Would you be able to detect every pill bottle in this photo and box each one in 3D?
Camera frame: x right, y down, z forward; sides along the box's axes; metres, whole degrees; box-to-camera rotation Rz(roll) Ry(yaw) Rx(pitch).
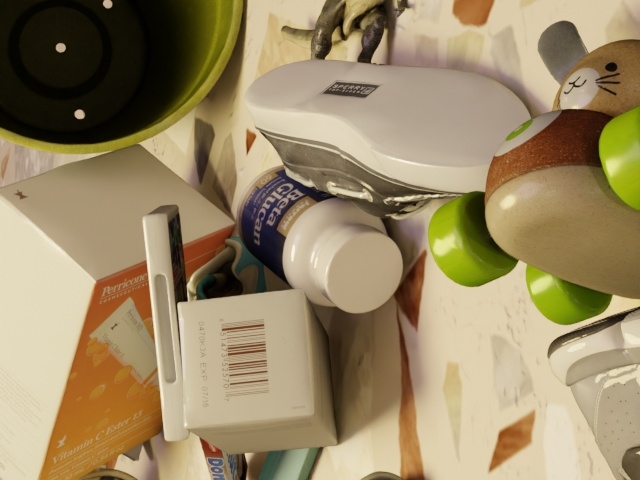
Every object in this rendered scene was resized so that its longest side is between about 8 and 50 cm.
[{"bbox_3d":[0.000,0.000,1.057,0.169,0.094,0.094,36,119,58],"label":"pill bottle"}]

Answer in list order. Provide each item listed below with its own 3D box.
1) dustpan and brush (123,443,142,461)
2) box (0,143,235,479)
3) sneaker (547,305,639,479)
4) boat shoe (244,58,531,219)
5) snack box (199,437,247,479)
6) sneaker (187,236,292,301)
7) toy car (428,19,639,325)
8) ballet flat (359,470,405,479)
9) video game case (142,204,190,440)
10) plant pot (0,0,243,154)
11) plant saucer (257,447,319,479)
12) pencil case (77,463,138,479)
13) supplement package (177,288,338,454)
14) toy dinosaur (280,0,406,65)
[{"bbox_3d":[-0.288,0.201,1.640,0.060,0.147,0.211,-50,15,32],"label":"dustpan and brush"},{"bbox_3d":[-0.268,0.094,1.411,0.168,0.215,0.345,38,127,22],"label":"box"},{"bbox_3d":[0.224,0.080,0.621,0.229,0.086,0.132,-29,79,54],"label":"sneaker"},{"bbox_3d":[0.054,-0.066,0.958,0.301,0.108,0.102,17,139,49],"label":"boat shoe"},{"bbox_3d":[-0.093,0.203,1.206,0.178,0.022,0.064,84,-170,-51],"label":"snack box"},{"bbox_3d":[-0.094,0.070,1.226,0.228,0.092,0.087,-53,40,38],"label":"sneaker"},{"bbox_3d":[0.159,-0.070,0.703,0.155,0.149,0.188,-28,49,47],"label":"toy car"},{"bbox_3d":[0.054,0.286,0.961,0.068,0.072,0.213,82,-173,-78],"label":"ballet flat"},{"bbox_3d":[-0.130,0.064,1.086,0.201,0.023,0.183,-132,37,-85],"label":"video game case"},{"bbox_3d":[-0.302,-0.263,1.494,0.353,0.366,0.366,166,107,-76],"label":"plant pot"},{"bbox_3d":[-0.037,0.233,1.194,0.067,0.018,0.192,61,139,49],"label":"plant saucer"},{"bbox_3d":[-0.336,0.410,1.629,0.183,0.160,0.410,65,147,12],"label":"pencil case"},{"bbox_3d":[-0.049,0.115,1.047,0.179,0.105,0.105,67,-163,-71],"label":"supplement package"},{"bbox_3d":[0.022,-0.185,1.082,0.268,0.064,0.118,148,132,-61],"label":"toy dinosaur"}]
